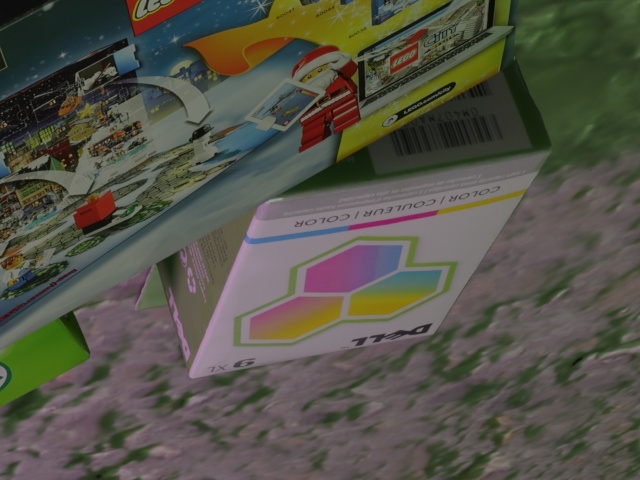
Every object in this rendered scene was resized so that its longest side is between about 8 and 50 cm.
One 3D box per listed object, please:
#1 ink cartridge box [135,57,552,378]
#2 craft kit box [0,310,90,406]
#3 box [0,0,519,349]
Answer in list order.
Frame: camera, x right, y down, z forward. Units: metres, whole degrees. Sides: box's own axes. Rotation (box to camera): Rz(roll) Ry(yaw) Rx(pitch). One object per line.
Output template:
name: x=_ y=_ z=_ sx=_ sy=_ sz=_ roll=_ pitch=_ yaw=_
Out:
ink cartridge box: x=0.000 y=0.000 z=0.721 sx=0.109 sy=0.062 sz=0.209 roll=-9 pitch=155 yaw=-20
craft kit box: x=-0.225 y=0.039 z=0.612 sx=0.250 sy=0.061 sz=0.246 roll=-28 pitch=159 yaw=-2
box: x=-0.048 y=-0.052 z=0.524 sx=0.233 sy=0.044 sz=0.159 roll=-29 pitch=156 yaw=-11
